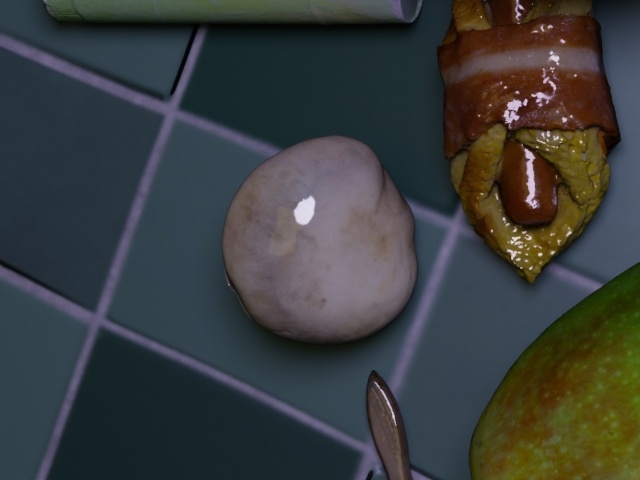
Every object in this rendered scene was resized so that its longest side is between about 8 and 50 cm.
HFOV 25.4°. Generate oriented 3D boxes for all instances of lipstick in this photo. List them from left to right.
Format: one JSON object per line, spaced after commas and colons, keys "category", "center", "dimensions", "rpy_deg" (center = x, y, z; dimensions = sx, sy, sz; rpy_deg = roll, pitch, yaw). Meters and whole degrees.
{"category": "lipstick", "center": [-0.073, -0.200, 1.080], "dimensions": [0.304, 0.076, 0.076], "rpy_deg": [4, 90, 21]}

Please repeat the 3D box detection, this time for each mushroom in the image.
{"category": "mushroom", "center": [0.000, 0.000, 1.022], "dimensions": [0.154, 0.122, 0.154], "rpy_deg": [-5, 104, -19]}

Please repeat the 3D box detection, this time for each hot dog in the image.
{"category": "hot dog", "center": [0.139, -0.102, 0.979], "dimensions": [0.123, 0.093, 0.261], "rpy_deg": [-9, 85, 21]}

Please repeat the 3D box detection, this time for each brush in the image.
{"category": "brush", "center": [0.062, 0.191, 1.046], "dimensions": [0.070, 0.021, 0.196], "rpy_deg": [-17, 80, 22]}

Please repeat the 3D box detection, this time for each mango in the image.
{"category": "mango", "center": [0.271, 0.100, 0.870], "dimensions": [0.382, 0.201, 0.225], "rpy_deg": [-31, 55, 8]}
